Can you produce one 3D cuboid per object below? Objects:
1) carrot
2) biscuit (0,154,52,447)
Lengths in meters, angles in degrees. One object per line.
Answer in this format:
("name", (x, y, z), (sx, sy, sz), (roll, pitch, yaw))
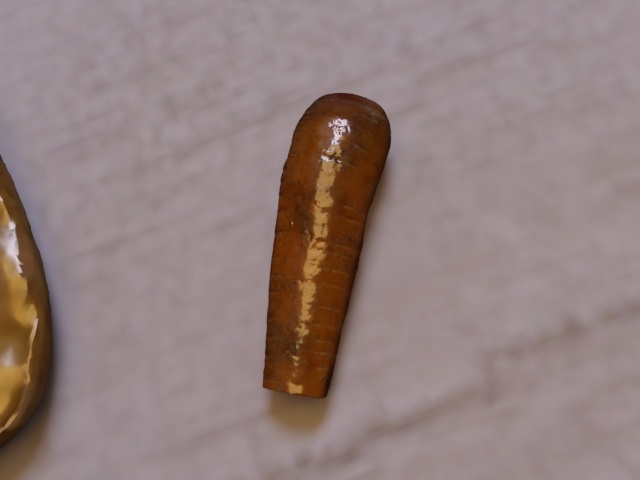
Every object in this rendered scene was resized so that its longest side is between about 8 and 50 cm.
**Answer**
("carrot", (0.000, 0.000, 0.330), (0.032, 0.032, 0.093), (10, 83, 8))
("biscuit", (-0.200, -0.004, 0.349), (0.260, 0.041, 0.203), (25, 78, 10))
